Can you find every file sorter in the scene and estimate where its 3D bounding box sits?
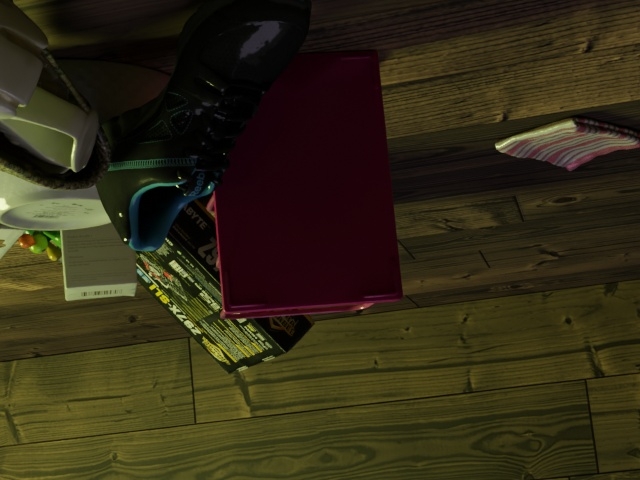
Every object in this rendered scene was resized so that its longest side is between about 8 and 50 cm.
[{"bbox_3d":[-0.034,-0.055,1.543,0.202,0.290,0.182,-4,171,-10],"label":"file sorter"}]

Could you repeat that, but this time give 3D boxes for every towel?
[{"bbox_3d":[0.377,-0.145,1.952,0.197,0.029,0.144,6,163,-45],"label":"towel"}]

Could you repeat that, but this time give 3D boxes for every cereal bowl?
[{"bbox_3d":[-0.312,-0.098,1.567,0.339,0.141,0.339,-6,168,-1],"label":"cereal bowl"}]

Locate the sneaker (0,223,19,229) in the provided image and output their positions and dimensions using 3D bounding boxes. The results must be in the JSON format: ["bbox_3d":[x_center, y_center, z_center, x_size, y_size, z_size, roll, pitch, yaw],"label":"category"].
[{"bbox_3d":[-0.517,-0.073,1.701,0.147,0.104,0.296,-10,162,27],"label":"sneaker"}]

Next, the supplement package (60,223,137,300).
[{"bbox_3d":[-0.324,-0.011,1.878,0.105,0.179,0.105,-4,168,-11],"label":"supplement package"}]

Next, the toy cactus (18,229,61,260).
[{"bbox_3d":[-0.456,-0.034,1.973,0.181,0.112,0.219,10,178,24],"label":"toy cactus"}]

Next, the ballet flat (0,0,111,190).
[{"bbox_3d":[-0.295,-0.150,1.164,0.182,0.164,0.483,31,173,15],"label":"ballet flat"}]

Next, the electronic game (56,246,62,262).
[{"bbox_3d":[-0.360,0.016,2.325,0.229,0.048,0.229,-6,168,-1],"label":"electronic game"}]

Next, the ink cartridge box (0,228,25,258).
[{"bbox_3d":[-0.479,-0.018,1.643,0.179,0.045,0.145,3,161,-27],"label":"ink cartridge box"}]

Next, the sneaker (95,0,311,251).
[{"bbox_3d":[-0.114,-0.124,1.347,0.125,0.139,0.341,12,136,-40],"label":"sneaker"}]

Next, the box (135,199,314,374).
[{"bbox_3d":[-0.187,0.062,2.051,0.079,0.322,0.257,-47,-172,-25],"label":"box"}]
